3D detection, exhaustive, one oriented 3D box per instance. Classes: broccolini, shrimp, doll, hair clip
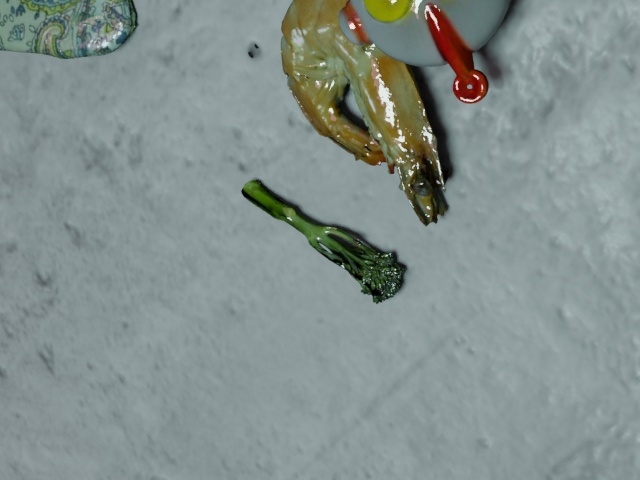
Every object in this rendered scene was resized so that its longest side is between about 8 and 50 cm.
[{"bbox_3d":[0.000,0.000,0.957,0.140,0.030,0.035,32,155,26],"label":"broccolini"},{"bbox_3d":[0.029,-0.087,0.897,0.099,0.041,0.180,-32,87,36],"label":"shrimp"},{"bbox_3d":[0.049,-0.198,0.830,0.142,0.076,0.245,-21,88,19],"label":"doll"},{"bbox_3d":[-0.241,-0.173,1.047,0.229,0.036,0.066,4,100,32],"label":"hair clip"}]
